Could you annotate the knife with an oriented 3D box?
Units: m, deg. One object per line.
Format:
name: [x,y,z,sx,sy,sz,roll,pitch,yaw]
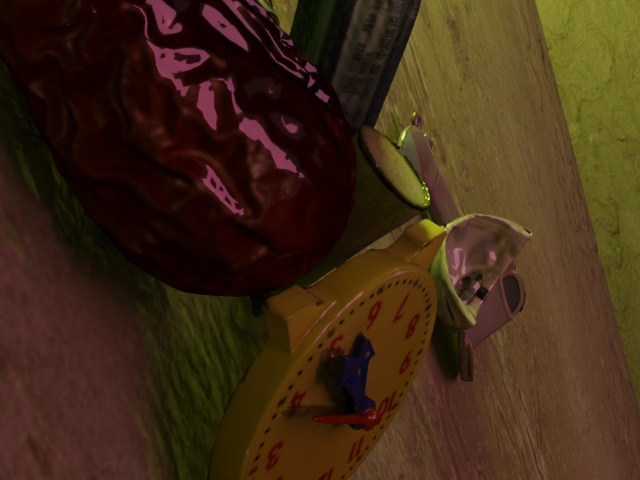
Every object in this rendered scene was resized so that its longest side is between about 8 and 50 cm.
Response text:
knife: [0.200,-0.030,1.353,0.398,0.038,0.132,57,41,-38]

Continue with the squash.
squash: [0.000,0.000,0.788,0.094,0.224,0.094,33,30,-22]

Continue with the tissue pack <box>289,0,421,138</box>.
tissue pack: [0.016,-0.179,0.813,0.185,0.081,0.257,-97,-161,-45]

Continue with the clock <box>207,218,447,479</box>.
clock: [0.021,0.139,0.744,0.277,0.071,0.293,-30,142,-42]

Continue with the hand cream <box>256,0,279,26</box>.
hand cream: [-0.065,-0.284,0.943,0.062,0.039,0.163,36,44,-51]

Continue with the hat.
hat: [0.227,0.087,1.314,0.219,0.164,0.226,-45,162,-38]

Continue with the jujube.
jujube: [-0.115,-0.111,0.618,0.342,0.216,0.216,57,34,-26]
